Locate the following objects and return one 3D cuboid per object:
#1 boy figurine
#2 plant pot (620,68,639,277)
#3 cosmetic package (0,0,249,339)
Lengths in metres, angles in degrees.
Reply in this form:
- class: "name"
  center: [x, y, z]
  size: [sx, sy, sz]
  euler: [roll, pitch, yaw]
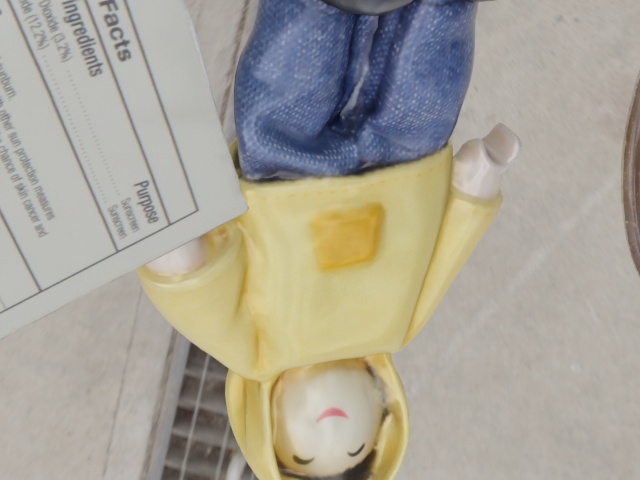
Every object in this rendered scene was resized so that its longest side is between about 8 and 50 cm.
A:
- class: "boy figurine"
  center: [0.000, 0.000, 0.617]
  size: [0.177, 0.092, 0.285]
  euler: [-8, 126, -29]
- class: "plant pot"
  center: [0.226, -0.027, 0.536]
  size: [0.167, 0.165, 0.167]
  euler: [-19, 118, -40]
- class: "cosmetic package"
  center: [-0.192, -0.019, 0.430]
  size: [0.309, 0.113, 0.160]
  euler: [-28, 142, -12]
